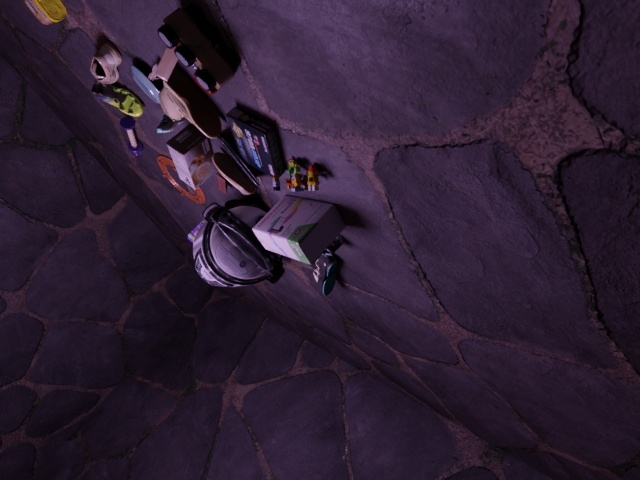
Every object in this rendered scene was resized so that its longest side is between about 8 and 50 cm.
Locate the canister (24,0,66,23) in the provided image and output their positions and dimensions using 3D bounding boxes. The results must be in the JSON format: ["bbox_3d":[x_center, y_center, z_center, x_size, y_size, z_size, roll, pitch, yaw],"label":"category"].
[{"bbox_3d":[-1.072,-0.912,1.704,0.170,0.073,0.126,18,149,45],"label":"canister"}]

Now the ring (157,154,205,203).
[{"bbox_3d":[-0.755,-0.318,2.360,0.337,0.032,0.336,34,157,16],"label":"ring"}]

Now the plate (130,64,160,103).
[{"bbox_3d":[-0.665,-0.587,1.686,0.188,0.024,0.188,42,168,11],"label":"plate"}]

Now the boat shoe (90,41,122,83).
[{"bbox_3d":[-0.881,-0.696,1.769,0.109,0.098,0.302,50,156,-21],"label":"boat shoe"}]

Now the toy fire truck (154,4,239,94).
[{"bbox_3d":[-0.381,-0.520,1.281,0.217,0.158,0.246,49,168,-21],"label":"toy fire truck"}]

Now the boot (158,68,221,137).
[{"bbox_3d":[-0.474,-0.460,1.574,0.262,0.095,0.203,49,156,-16],"label":"boot"}]

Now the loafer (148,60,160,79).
[{"bbox_3d":[-0.582,-0.595,1.566,0.039,0.045,0.125,41,156,-20],"label":"loafer"}]

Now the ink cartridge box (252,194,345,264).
[{"bbox_3d":[-0.083,-0.046,1.590,0.278,0.201,0.117,16,147,46],"label":"ink cartridge box"}]

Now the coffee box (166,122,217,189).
[{"bbox_3d":[-0.525,-0.344,1.814,0.098,0.141,0.246,35,156,13],"label":"coffee box"}]

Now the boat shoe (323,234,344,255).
[{"bbox_3d":[0.000,0.000,1.701,0.183,0.083,0.065,18,149,42],"label":"boat shoe"}]

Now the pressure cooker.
[{"bbox_3d":[-0.359,0.019,1.941,0.370,0.375,0.420,2,172,-26],"label":"pressure cooker"}]

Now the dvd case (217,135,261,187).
[{"bbox_3d":[-0.309,-0.301,1.644,0.221,0.018,0.164,53,175,-26],"label":"dvd case"}]

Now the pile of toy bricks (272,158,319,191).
[{"bbox_3d":[-0.089,-0.218,1.446,0.212,0.118,0.105,-163,69,-63],"label":"pile of toy bricks"}]

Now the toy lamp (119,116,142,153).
[{"bbox_3d":[-0.967,-0.524,2.248,0.080,0.080,0.274,39,157,4],"label":"toy lamp"}]

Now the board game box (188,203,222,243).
[{"bbox_3d":[-0.473,0.014,2.270,0.347,0.233,0.078,41,158,-2],"label":"board game box"}]

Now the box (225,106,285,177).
[{"bbox_3d":[-0.214,-0.324,1.477,0.175,0.051,0.220,31,156,22],"label":"box"}]

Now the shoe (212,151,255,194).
[{"bbox_3d":[-0.359,-0.265,1.780,0.219,0.076,0.058,46,152,-20],"label":"shoe"}]

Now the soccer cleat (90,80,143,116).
[{"bbox_3d":[-0.883,-0.628,1.951,0.289,0.093,0.121,28,-175,16],"label":"soccer cleat"}]

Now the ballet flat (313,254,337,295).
[{"bbox_3d":[0.021,0.136,1.927,0.096,0.095,0.280,42,149,23],"label":"ballet flat"}]

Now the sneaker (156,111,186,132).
[{"bbox_3d":[-0.580,-0.465,1.668,0.065,0.166,0.076,-2,127,17],"label":"sneaker"}]

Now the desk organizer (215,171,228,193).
[{"bbox_3d":[-0.424,-0.259,1.932,0.050,0.047,0.130,35,157,6],"label":"desk organizer"}]
